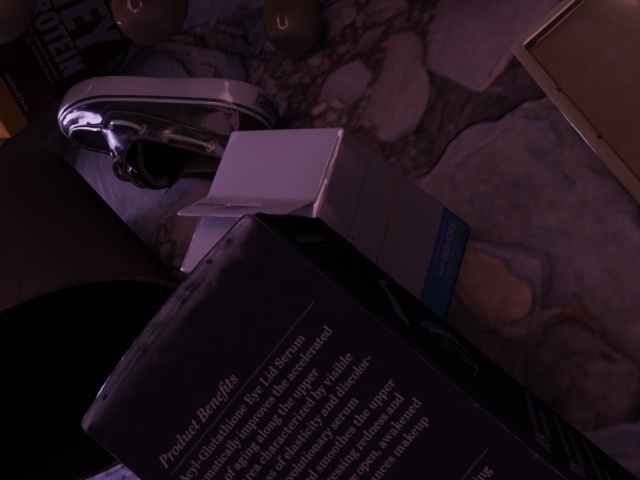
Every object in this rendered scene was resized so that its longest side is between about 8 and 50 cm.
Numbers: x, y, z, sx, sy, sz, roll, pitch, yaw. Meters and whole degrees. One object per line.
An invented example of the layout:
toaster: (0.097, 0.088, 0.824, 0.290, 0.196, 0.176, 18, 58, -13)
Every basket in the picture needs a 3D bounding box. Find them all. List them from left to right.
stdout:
basket: (-0.199, 0.037, 0.787, 0.204, 0.154, 0.227, -25, 38, -8)

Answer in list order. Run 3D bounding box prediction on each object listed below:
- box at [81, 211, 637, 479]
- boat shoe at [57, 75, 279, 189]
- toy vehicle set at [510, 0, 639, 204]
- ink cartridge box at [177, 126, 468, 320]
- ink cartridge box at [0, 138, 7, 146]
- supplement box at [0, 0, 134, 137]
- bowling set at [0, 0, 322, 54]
box: (0.029, 0.091, 0.472, 0.207, 0.153, 0.108, 39, 96, 8)
boat shoe: (-0.130, -0.079, 0.848, 0.219, 0.078, 0.070, 2, 66, 41)
toy vehicle set: (0.242, -0.136, 0.575, 0.267, 0.035, 0.166, -41, 44, 16)
ink cartridge box: (0.000, 0.000, 0.631, 0.092, 0.143, 0.089, 2, 67, 43)
ink cartridge box: (-0.370, -0.085, 1.085, 0.135, 0.056, 0.099, -53, 42, 3)
supplement box: (-0.276, -0.196, 0.962, 0.191, 0.129, 0.194, 7, 43, 44)
bowling set: (-0.120, -0.244, 0.774, 0.200, 0.287, 0.154, 108, 162, -64)
